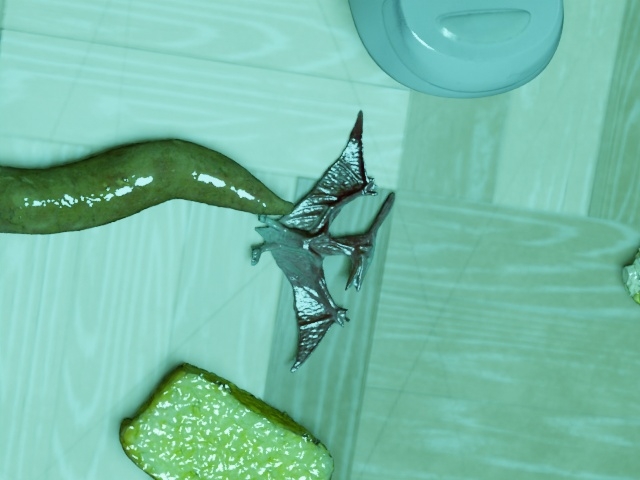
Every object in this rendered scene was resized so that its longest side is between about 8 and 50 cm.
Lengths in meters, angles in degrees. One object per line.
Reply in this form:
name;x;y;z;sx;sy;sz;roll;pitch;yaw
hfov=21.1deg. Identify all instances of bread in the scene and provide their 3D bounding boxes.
bread;-0.070;0.175;1.387;0.187;0.065;0.103;30;90;-11

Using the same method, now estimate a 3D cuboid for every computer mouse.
computer mouse;0.098;-0.254;1.328;0.184;0.121;0.297;-10;87;-15

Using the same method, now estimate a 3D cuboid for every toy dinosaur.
toy dinosaur;0.000;0.000;1.390;0.108;0.032;0.220;13;94;-9

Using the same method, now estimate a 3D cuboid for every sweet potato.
sweet potato;-0.163;-0.043;1.339;0.281;0.067;0.059;-8;141;-9

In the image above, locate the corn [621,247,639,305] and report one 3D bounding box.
corn;0.351;0.039;1.439;0.206;0.067;0.067;7;97;-13
